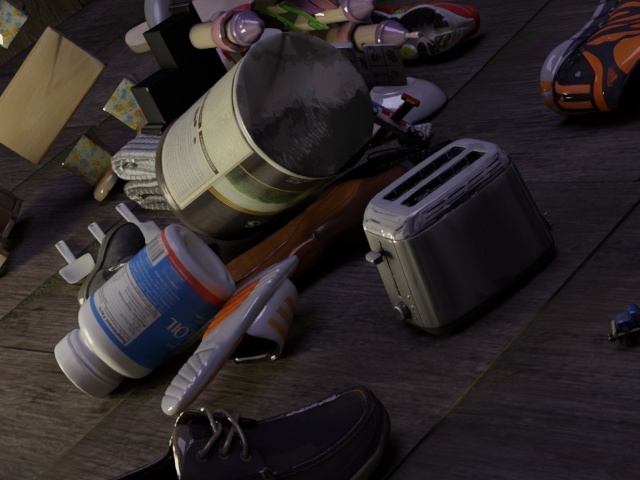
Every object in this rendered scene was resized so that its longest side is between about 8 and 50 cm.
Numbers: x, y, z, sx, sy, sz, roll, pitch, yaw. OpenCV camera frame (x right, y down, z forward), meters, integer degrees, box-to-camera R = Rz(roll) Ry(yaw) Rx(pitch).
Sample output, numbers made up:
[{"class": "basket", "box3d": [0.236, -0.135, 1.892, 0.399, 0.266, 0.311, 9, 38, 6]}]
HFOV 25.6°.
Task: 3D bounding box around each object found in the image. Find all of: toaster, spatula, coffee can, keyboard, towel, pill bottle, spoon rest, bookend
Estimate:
[{"class": "toaster", "box3d": [0.156, -0.013, 1.569, 0.227, 0.146, 0.129, -35, 25, -16]}, {"class": "spatula", "box3d": [-0.353, 0.000, 2.270, 0.168, 0.019, 0.242, -33, 24, -10]}, {"class": "coffee can", "box3d": [-0.081, -0.135, 1.905, 0.201, 0.201, 0.275, -44, 6, -32]}, {"class": "keyboard", "box3d": [0.092, -0.102, 1.965, 0.192, 0.038, 0.100, -21, 24, 15]}, {"class": "towel", "box3d": [-0.173, -0.148, 2.257, 0.235, 0.121, 0.283, -39, 24, -27]}, {"class": "pill bottle", "box3d": [-0.223, 0.094, 1.767, 0.221, 0.124, 0.124, -42, 21, 11]}, {"class": "spoon rest", "box3d": [0.061, -0.177, 2.129, 0.276, 0.084, 0.137, -18, 23, -12]}, {"class": "bookend", "box3d": [-0.244, -0.274, 2.249, 0.157, 0.156, 0.072, -38, 24, -26]}]

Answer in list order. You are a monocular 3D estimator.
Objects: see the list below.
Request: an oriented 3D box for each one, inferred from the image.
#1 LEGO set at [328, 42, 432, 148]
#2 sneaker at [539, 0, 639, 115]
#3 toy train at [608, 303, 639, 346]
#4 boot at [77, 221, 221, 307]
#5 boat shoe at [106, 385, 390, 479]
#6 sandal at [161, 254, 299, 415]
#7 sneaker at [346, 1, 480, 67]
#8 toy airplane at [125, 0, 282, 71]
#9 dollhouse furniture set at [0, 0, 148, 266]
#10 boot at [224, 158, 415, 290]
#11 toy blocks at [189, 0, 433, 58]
[{"class": "LEGO set", "box3d": [0.050, -0.198, 1.991, 0.182, 0.244, 0.060, 0, 50, 18]}, {"class": "sneaker", "box3d": [0.444, -0.270, 1.847, 0.180, 0.125, 0.321, 11, 55, 50]}, {"class": "toy train", "box3d": [0.347, 0.062, 1.341, 0.158, 0.036, 0.027, -22, 24, 15]}, {"class": "boot", "box3d": [-0.232, 0.027, 2.009, 0.208, 0.076, 0.190, -20, 38, 36]}, {"class": "boat shoe", "box3d": [-0.099, 0.234, 1.359, 0.355, 0.130, 0.132, -31, 23, -6]}, {"class": "sandal", "box3d": [-0.092, 0.126, 1.655, 0.102, 0.076, 0.265, -27, 21, 50]}, {"class": "sneaker", "box3d": [0.156, -0.349, 2.366, 0.118, 0.107, 0.279, -21, 19, -36]}, {"class": "toy airplane", "box3d": [-0.169, -0.489, 2.755, 0.386, 0.272, 0.384, -37, 25, -21]}, {"class": "dollhouse furniture set", "box3d": [-0.520, -0.165, 2.398, 0.394, 0.362, 0.256, -52, 17, 16]}, {"class": "boot", "box3d": [0.000, 0.000, 1.782, 0.280, 0.096, 0.264, -34, 24, -11]}, {"class": "toy blocks", "box3d": [0.003, -0.384, 2.207, 0.260, 0.288, 0.309, 4, 68, 57]}]
